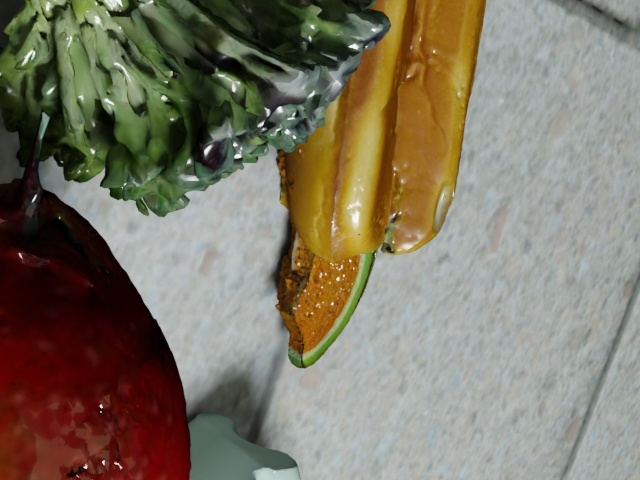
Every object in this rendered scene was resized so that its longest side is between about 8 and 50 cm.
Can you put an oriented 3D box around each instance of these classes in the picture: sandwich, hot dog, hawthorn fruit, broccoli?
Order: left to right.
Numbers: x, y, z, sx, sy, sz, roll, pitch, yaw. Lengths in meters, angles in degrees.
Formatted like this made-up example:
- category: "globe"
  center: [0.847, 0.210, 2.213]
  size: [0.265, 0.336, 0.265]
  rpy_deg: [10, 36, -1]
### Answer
- category: "hawthorn fruit"
  center: [-0.127, 0.057, 0.654]
  size: [0.181, 0.181, 0.235]
  rpy_deg: [-3, 116, -51]
- category: "broccoli"
  center: [-0.102, -0.143, 0.632]
  size: [0.304, 0.145, 0.165]
  rpy_deg: [49, 65, -38]
- category: "sandwich"
  center: [0.001, 0.002, 0.910]
  size: [0.067, 0.029, 0.135]
  rpy_deg: [-11, 116, -47]
- category: "hot dog"
  center: [0.038, -0.121, 0.835]
  size: [0.115, 0.072, 0.269]
  rpy_deg: [6, 95, -36]

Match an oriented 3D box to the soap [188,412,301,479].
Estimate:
- category: "soap"
  center: [-0.056, 0.201, 0.916]
  size: [0.119, 0.066, 0.198]
  rpy_deg: [-42, 138, -32]
